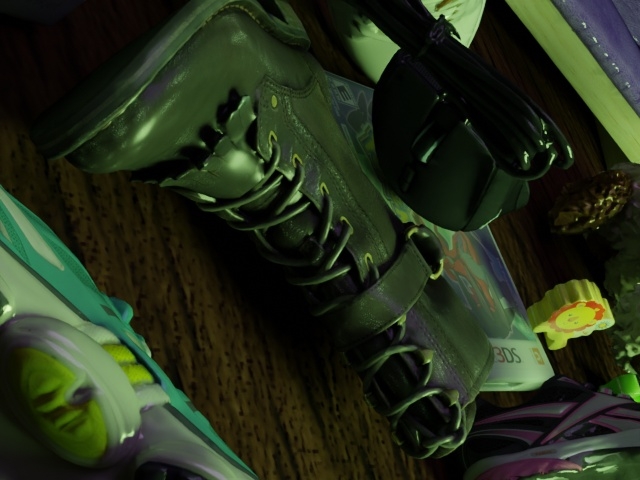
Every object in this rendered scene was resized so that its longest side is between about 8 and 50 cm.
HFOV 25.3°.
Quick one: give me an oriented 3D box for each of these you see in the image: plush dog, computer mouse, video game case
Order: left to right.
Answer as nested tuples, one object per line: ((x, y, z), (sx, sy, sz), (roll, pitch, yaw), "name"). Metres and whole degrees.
((0.038, -0.078, 0.758), (0.184, 0.060, 0.262), (47, -2, 4), "computer mouse")
((0.065, -0.002, 0.871), (0.183, 0.023, 0.201), (10, 54, -60), "video game case")
((0.300, 0.017, 1.137), (0.225, 0.210, 0.262), (42, 5, 36), "plush dog")

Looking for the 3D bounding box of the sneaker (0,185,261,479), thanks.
((-0.069, 0.063, 0.450), (0.275, 0.107, 0.110), (54, 15, -14), "sneaker")

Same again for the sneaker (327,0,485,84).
((0.043, -0.158, 0.822), (0.290, 0.106, 0.123), (92, 12, -59), "sneaker")

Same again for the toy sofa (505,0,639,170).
((0.250, -0.238, 1.310), (0.362, 0.177, 0.150), (45, 28, -32), "toy sofa")

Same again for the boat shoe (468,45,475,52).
((0.101, -0.124, 1.057), (0.142, 0.040, 0.049), (48, 27, -26), "boat shoe")

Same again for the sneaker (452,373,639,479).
((0.153, 0.104, 0.787), (0.178, 0.072, 0.077), (-2, 45, -21), "sneaker")

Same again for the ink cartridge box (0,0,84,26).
((-0.079, -0.224, 0.494), (0.226, 0.306, 0.131), (9, 55, -60), "ink cartridge box")

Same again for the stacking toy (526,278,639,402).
((0.211, 0.140, 0.930), (0.221, 0.052, 0.167), (43, 28, -52), "stacking toy")

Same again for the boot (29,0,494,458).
((0.000, 0.000, 0.652), (0.229, 0.091, 0.263), (57, 22, -1), "boot")
